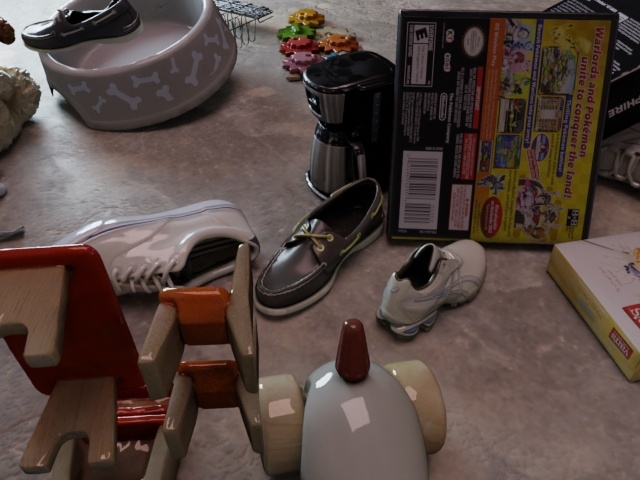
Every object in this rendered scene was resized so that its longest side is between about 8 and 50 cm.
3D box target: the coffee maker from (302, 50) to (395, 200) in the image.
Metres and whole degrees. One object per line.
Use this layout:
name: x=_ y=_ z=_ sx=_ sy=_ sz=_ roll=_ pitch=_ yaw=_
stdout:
coffee maker: x=0.056 y=-0.164 z=0.788 sx=0.120 sy=0.178 sz=0.171 roll=30 pitch=49 yaw=29

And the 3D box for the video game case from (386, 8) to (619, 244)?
video game case: x=0.212 y=-0.132 z=0.692 sx=0.248 sy=0.274 sz=0.035 roll=2 pitch=14 yaw=3

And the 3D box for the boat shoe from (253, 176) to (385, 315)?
boat shoe: x=0.000 y=0.000 z=0.681 sx=0.081 sy=0.068 sz=0.228 roll=25 pitch=46 yaw=26

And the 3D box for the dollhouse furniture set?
dollhouse furniture set: x=-0.172 y=0.099 z=0.419 sx=0.262 sy=0.259 sz=0.135 roll=-3 pitch=44 yaw=-4

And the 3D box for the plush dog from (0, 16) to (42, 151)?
plush dog: x=-0.546 y=-0.227 z=0.825 sx=0.263 sy=0.225 sz=0.210 roll=-24 pitch=46 yaw=-26

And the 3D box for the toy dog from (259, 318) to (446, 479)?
toy dog: x=0.051 y=0.187 z=0.392 sx=0.220 sy=0.160 sz=0.333 roll=-23 pitch=46 yaw=-24

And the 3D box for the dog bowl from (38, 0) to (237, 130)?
dog bowl: x=-0.327 y=-0.348 z=1.005 sx=0.349 sy=0.102 sz=0.348 roll=-5 pitch=53 yaw=6

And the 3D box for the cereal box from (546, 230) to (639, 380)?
cereal box: x=0.405 y=0.055 z=0.632 sx=0.240 sy=0.047 sz=0.173 roll=-8 pitch=41 yaw=-10

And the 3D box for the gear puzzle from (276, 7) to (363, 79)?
gear puzzle: x=-0.004 y=-0.434 z=1.205 sx=0.176 sy=0.044 sz=0.338 roll=-5 pitch=41 yaw=-5

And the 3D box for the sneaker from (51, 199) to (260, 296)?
sneaker: x=-0.189 y=0.021 z=0.637 sx=0.258 sy=0.094 sz=0.091 roll=-23 pitch=41 yaw=-26

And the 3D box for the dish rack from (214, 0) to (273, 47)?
dish rack: x=-0.239 y=-0.452 z=1.211 sx=0.208 sy=0.074 sz=0.271 roll=23 pitch=44 yaw=23

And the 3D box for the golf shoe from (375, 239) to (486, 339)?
golf shoe: x=0.134 y=0.033 z=0.631 sx=0.069 sy=0.086 sz=0.176 roll=29 pitch=47 yaw=32

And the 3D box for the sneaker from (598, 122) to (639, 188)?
sneaker: x=0.459 y=-0.122 z=0.800 sx=0.297 sy=0.111 sz=0.129 roll=10 pitch=47 yaw=13

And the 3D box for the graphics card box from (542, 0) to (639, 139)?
graphics card box: x=0.310 y=-0.216 z=0.804 sx=0.371 sy=0.094 sz=0.232 roll=-27 pitch=41 yaw=8

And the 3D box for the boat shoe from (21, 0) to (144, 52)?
boat shoe: x=-0.391 y=-0.352 z=0.912 sx=0.206 sy=0.065 sz=0.075 roll=-3 pitch=55 yaw=8

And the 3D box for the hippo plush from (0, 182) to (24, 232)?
hippo plush: x=-0.507 y=-0.047 z=0.607 sx=0.294 sy=0.236 sz=0.234 roll=-24 pitch=46 yaw=-25
